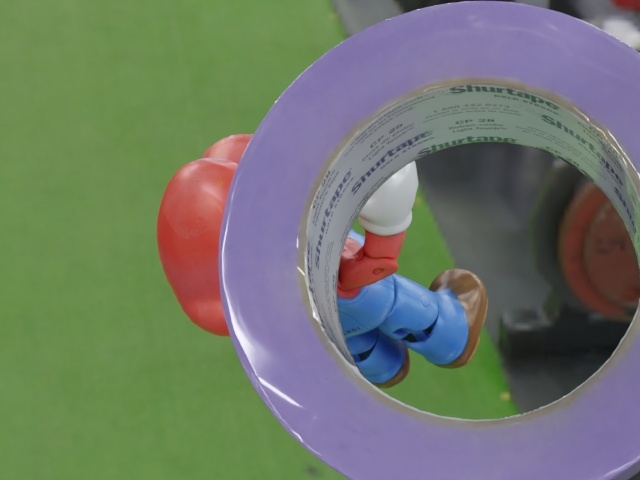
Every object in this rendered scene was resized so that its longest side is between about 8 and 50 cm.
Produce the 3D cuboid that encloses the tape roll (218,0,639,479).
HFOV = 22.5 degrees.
[{"bbox_3d":[0.061,0.011,0.614,0.189,0.189,0.080,4,-11,10],"label":"tape roll"}]

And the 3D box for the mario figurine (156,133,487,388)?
[{"bbox_3d":[0.000,0.000,1.224,0.320,0.198,0.170,32,13,-51],"label":"mario figurine"}]
